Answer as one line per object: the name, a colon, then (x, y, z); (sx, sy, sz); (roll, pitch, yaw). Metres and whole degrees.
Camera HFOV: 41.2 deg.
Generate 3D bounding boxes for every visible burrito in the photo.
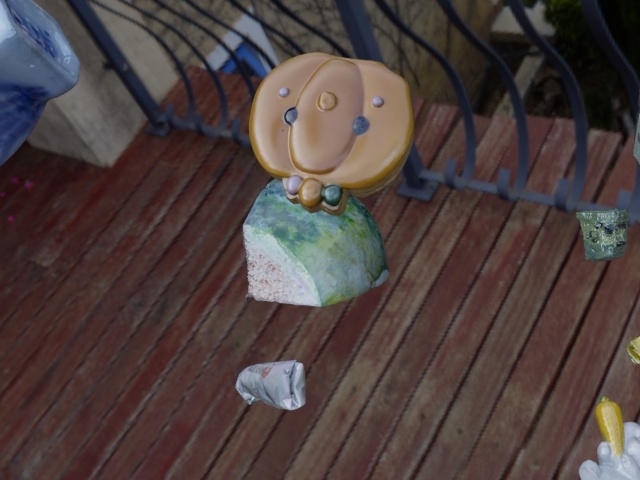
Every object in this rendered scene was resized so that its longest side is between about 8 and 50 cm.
burrito: (-0.065, 0.197, 1.160); (0.064, 0.064, 0.203); (-54, 14, -21)

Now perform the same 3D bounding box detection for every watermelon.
watermelon: (0.000, 0.000, 1.333); (0.180, 0.305, 0.224); (-38, 86, 26)

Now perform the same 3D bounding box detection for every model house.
model house: (0.445, -0.007, 1.338); (0.066, 0.083, 0.079); (-6, 6, -36)

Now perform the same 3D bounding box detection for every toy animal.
toy animal: (0.402, 0.282, 1.101); (0.131, 0.127, 0.182); (30, 46, 33)

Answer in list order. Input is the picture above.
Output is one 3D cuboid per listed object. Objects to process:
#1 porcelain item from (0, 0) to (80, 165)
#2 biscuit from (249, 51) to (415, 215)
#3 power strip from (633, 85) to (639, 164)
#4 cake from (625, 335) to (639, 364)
porcelain item: (-0.546, -0.185, 1.179); (0.405, 0.242, 0.178); (-32, 58, 9)
biscuit: (0.006, -0.108, 0.831); (0.170, 0.050, 0.170); (-4, 74, 13)
power strip: (0.689, -0.174, 1.673); (0.092, 0.257, 0.251); (-25, 57, 1)
cake: (0.496, 0.136, 1.100); (0.185, 0.079, 0.116); (-7, 47, -26)
